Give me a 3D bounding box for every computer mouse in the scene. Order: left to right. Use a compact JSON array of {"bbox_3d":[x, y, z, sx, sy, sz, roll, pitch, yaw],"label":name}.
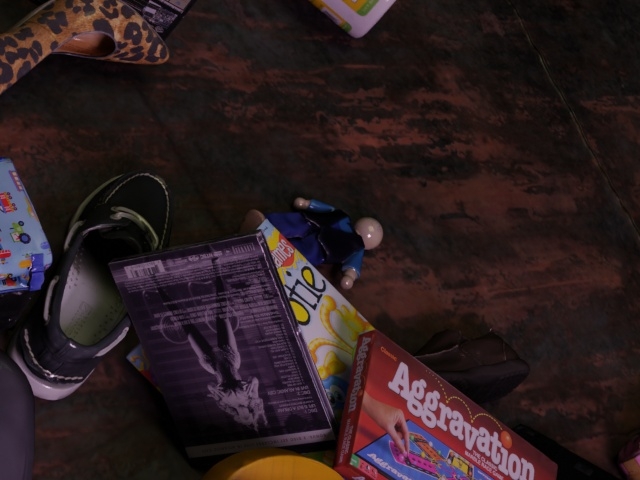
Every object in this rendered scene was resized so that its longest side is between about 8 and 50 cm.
[{"bbox_3d":[-0.295,0.191,1.426,0.188,0.072,0.272,15,51,-29],"label":"computer mouse"}]

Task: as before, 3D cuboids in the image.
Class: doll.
[{"bbox_3d":[0.000,0.000,1.827,0.189,0.046,0.129,-5,53,-48],"label":"doll"}]

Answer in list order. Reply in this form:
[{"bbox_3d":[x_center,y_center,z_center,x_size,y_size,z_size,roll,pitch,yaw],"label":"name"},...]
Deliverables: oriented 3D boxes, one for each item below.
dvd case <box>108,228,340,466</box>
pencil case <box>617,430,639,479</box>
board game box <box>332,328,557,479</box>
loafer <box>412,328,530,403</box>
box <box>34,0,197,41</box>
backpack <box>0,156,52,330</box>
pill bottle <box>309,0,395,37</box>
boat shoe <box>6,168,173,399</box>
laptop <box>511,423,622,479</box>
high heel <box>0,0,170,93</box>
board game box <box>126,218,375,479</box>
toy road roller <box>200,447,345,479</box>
[{"bbox_3d":[-0.087,0.103,1.530,0.018,0.164,0.221,-48,122,-56],"label":"dvd case"},{"bbox_3d":[0.509,0.353,1.891,0.386,0.167,0.160,55,10,9],"label":"pencil case"},{"bbox_3d":[0.126,0.215,1.580,0.281,0.027,0.145,37,47,-31],"label":"board game box"},{"bbox_3d":[0.132,0.141,1.814,0.220,0.080,0.078,-1,50,-45],"label":"loafer"},{"bbox_3d":[-0.225,-0.301,1.800,0.180,0.147,0.077,27,46,-20],"label":"box"},{"bbox_3d":[-0.351,0.006,1.491,0.173,0.117,0.158,-5,62,-38],"label":"backpack"},{"bbox_3d":[-0.005,-0.376,2.041,0.245,0.136,0.136,39,43,-8],"label":"pill bottle"},{"bbox_3d":[-0.201,0.026,1.612,0.114,0.091,0.302,33,44,-15],"label":"boat shoe"},{"bbox_3d":[0.263,0.347,1.766,0.264,0.137,0.234,29,24,17],"label":"laptop"},{"bbox_3d":[-0.275,-0.175,1.725,0.261,0.093,0.186,18,61,-32],"label":"high heel"},{"bbox_3d":[-0.025,0.142,1.627,0.275,0.142,0.144,45,42,-2],"label":"board game box"},{"bbox_3d":[-0.060,0.345,1.444,0.202,0.240,0.330,13,89,-32],"label":"toy road roller"}]
